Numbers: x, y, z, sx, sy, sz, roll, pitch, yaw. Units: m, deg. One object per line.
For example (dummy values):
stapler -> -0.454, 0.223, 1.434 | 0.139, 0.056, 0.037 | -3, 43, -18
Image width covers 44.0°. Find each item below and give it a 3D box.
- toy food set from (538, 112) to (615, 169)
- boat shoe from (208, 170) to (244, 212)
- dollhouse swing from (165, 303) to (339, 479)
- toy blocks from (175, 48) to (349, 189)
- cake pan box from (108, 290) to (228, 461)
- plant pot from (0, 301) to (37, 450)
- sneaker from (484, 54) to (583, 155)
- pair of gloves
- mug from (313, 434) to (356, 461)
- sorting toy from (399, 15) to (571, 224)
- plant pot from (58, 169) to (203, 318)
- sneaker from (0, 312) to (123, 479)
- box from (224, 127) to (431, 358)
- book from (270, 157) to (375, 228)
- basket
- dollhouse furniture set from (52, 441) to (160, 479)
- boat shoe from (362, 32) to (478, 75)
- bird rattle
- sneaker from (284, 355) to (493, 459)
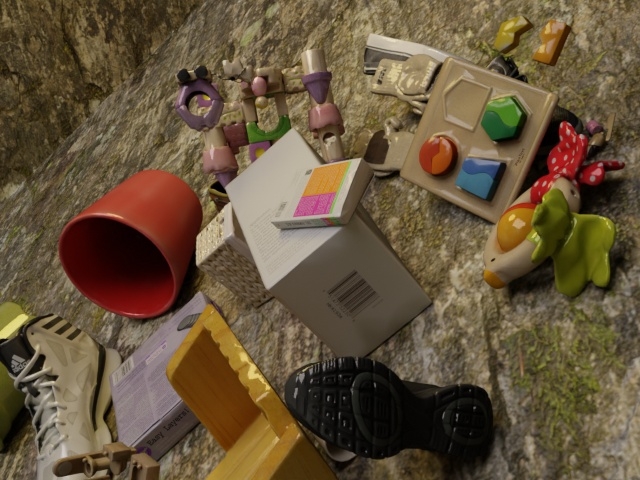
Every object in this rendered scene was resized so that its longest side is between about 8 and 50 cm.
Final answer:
toy food set -> 0.392, -0.148, 1.200 | 0.122, 0.019, 0.078 | -19, 39, 47
boat shoe -> -0.115, -0.100, 1.634 | 0.307, 0.104, 0.111 | -12, 42, 39
dollhouse swing -> -0.147, 0.332, 1.027 | 0.305, 0.315, 0.347 | -36, 31, -8
toy blocks -> -0.090, -0.178, 1.457 | 0.288, 0.260, 0.309 | -10, -1, 0
cake pan box -> -0.270, 0.251, 1.444 | 0.267, 0.070, 0.246 | -43, 30, 2
plant pot -> -0.735, 0.286, 1.780 | 0.276, 0.276, 0.254 | -6, 37, 45
sneaker -> 0.315, -0.214, 1.247 | 0.087, 0.130, 0.227 | -43, 29, 6
pair of gloves -> 0.157, -0.231, 1.485 | 0.204, 0.042, 0.240 | 8, 80, 50
mug -> 0.027, 0.269, 1.108 | 0.064, 0.078, 0.062 | 11, 93, 63
sorting toy -> 0.251, -0.203, 1.221 | 0.229, 0.041, 0.307 | 32, 108, 40
plant pot -> -0.387, -0.011, 1.717 | 0.274, 0.275, 0.243 | -22, 27, 31
sneaker -> -0.522, 0.315, 1.472 | 0.169, 0.257, 0.448 | -34, 34, 16
box -> 0.000, 0.000, 1.283 | 0.168, 0.215, 0.345 | -39, 32, 6
book -> -0.001, -0.064, 1.128 | 0.144, 0.035, 0.096 | -2, 54, 47
basket -> -0.140, 0.032, 1.461 | 0.103, 0.167, 0.113 | -40, 31, 19
dollhouse furniture set -> -0.356, 0.404, 1.264 | 0.151, 0.123, 0.144 | 18, 102, 45
boat shoe -> 0.190, -0.339, 1.582 | 0.301, 0.108, 0.102 | 29, 108, 45
bird rattle -> 0.299, -0.038, 1.085 | 0.207, 0.143, 0.254 | -41, 25, 38
sneaker -> 0.069, 0.205, 0.935 | 0.130, 0.286, 0.109 | -13, 62, 53
